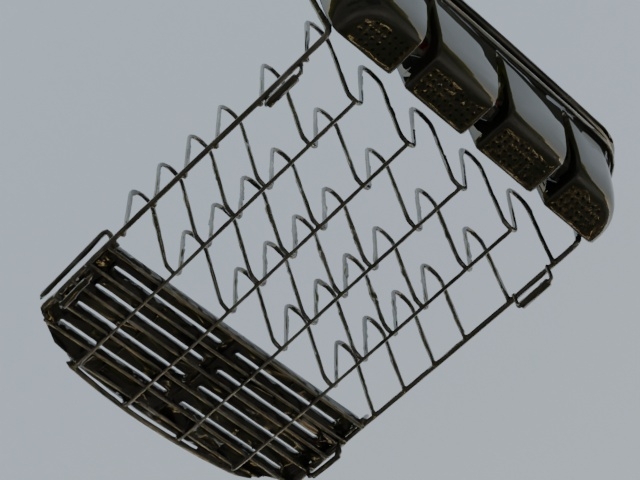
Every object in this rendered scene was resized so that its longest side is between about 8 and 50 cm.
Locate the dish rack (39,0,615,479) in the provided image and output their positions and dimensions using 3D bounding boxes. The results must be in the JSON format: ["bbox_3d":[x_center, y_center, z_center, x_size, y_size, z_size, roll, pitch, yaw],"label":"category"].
[{"bbox_3d":[0.000,0.000,0.990,0.271,0.208,0.074,-43,-153,19],"label":"dish rack"}]
